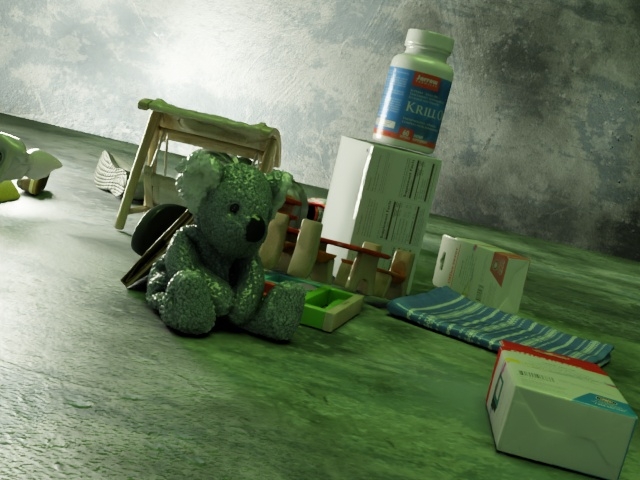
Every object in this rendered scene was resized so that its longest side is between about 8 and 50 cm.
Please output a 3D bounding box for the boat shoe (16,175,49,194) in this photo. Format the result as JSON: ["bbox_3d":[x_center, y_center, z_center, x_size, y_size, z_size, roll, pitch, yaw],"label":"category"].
[{"bbox_3d":[-0.594,-0.131,2.013,0.049,0.056,0.152,17,7,-9],"label":"boat shoe"}]

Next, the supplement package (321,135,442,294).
[{"bbox_3d":[0.104,-0.055,1.871,0.145,0.262,0.204,12,8,-18],"label":"supplement package"}]

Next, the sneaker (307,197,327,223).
[{"bbox_3d":[0.070,-0.049,2.415,0.270,0.090,0.145,12,8,14],"label":"sneaker"}]

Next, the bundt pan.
[{"bbox_3d":[-0.171,-0.111,2.160,0.331,0.124,0.331,20,10,-4],"label":"bundt pan"}]

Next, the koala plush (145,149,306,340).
[{"bbox_3d":[-0.128,-0.004,1.287,0.196,0.221,0.203,7,10,-34],"label":"koala plush"}]

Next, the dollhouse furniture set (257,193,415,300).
[{"bbox_3d":[0.000,0.000,1.652,0.259,0.135,0.262,14,-2,43],"label":"dollhouse furniture set"}]

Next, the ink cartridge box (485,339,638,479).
[{"bbox_3d":[0.268,0.187,1.122,0.134,0.078,0.231,14,8,5],"label":"ink cartridge box"}]

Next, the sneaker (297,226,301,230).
[{"bbox_3d":[0.039,-0.005,2.105,0.178,0.072,0.077,15,10,6],"label":"sneaker"}]

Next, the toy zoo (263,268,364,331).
[{"bbox_3d":[-0.094,0.073,1.498,0.293,0.030,0.192,15,8,13],"label":"toy zoo"}]

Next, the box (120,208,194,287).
[{"bbox_3d":[-0.213,-0.007,1.445,0.021,0.164,0.201,44,7,-3],"label":"box"}]

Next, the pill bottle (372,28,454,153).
[{"bbox_3d":[0.183,-0.285,1.851,0.124,0.221,0.124,13,7,-2],"label":"pill bottle"}]

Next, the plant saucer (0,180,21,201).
[{"bbox_3d":[-0.675,-0.114,1.800,0.188,0.045,0.188,14,8,3],"label":"plant saucer"}]

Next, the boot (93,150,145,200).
[{"bbox_3d":[-0.427,-0.132,2.277,0.161,0.083,0.246,16,11,-35],"label":"boot"}]

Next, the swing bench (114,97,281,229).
[{"bbox_3d":[-0.221,-0.121,1.830,0.253,0.255,0.165,15,8,8],"label":"swing bench"}]

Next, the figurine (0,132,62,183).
[{"bbox_3d":[-0.608,-0.163,1.798,0.215,0.092,0.209,15,4,9],"label":"figurine"}]

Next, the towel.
[{"bbox_3d":[0.302,0.145,1.618,0.336,0.040,0.243,18,10,28],"label":"towel"}]

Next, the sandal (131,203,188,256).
[{"bbox_3d":[-0.206,-0.006,1.624,0.054,0.097,0.254,20,10,38],"label":"sandal"}]

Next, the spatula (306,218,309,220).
[{"bbox_3d":[-0.025,-0.036,2.275,0.030,0.084,0.296,37,1,-31],"label":"spatula"}]

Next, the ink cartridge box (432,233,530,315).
[{"bbox_3d":[0.314,0.064,1.921,0.067,0.115,0.198,7,11,-34],"label":"ink cartridge box"}]
